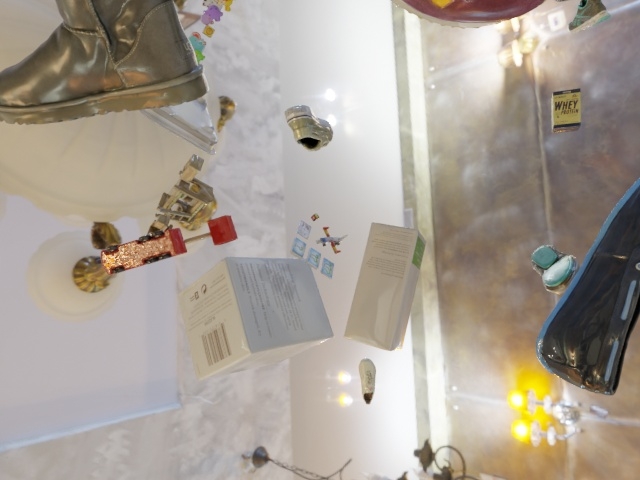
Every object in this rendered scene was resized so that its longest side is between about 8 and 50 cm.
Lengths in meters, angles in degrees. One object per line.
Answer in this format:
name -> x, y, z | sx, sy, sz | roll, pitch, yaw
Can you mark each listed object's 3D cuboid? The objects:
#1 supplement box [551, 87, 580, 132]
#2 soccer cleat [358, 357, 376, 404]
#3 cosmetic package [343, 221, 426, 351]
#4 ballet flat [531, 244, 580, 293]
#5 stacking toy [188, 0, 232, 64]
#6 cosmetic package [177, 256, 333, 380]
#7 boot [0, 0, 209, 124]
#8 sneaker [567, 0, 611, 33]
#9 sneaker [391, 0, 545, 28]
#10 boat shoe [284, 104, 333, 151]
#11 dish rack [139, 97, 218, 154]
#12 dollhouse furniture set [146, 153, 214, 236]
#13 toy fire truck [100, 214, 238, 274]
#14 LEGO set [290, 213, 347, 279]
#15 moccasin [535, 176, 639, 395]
supplement box -> 0.569, -0.299, 1.043 | 0.083, 0.056, 0.083 | -11, -81, -65
soccer cleat -> 0.184, 0.540, 1.726 | 0.076, 0.068, 0.196 | -90, -5, -64
cosmetic package -> 0.206, 0.146, 1.399 | 0.197, 0.155, 0.365 | 27, -105, -67
ballet flat -> 0.446, 0.060, 0.829 | 0.068, 0.072, 0.213 | 43, -161, 1
stacking toy -> -0.293, -0.521, 1.113 | 0.052, 0.167, 0.221 | 27, -82, -31
cosmetic package -> -0.234, 0.271, 1.618 | 0.394, 0.329, 0.327 | 3, -120, -49
boot -> -0.178, -0.193, 0.301 | 0.076, 0.190, 0.208 | -94, -6, -55
sneaker -> 0.721, -0.616, 1.219 | 0.076, 0.065, 0.166 | 63, -173, -10
sneaker -> 0.045, -0.179, 0.244 | 0.084, 0.186, 0.069 | -26, -41, -81
boat shoe -> -0.032, -0.311, 1.330 | 0.302, 0.109, 0.094 | 0, -99, -72
dish rack -> -0.458, -0.435, 1.460 | 0.286, 0.072, 0.332 | 30, -157, -39
dollhouse furniture set -> -0.317, -0.078, 1.076 | 0.101, 0.182, 0.160 | 29, -133, -27
toy fire truck -> -0.254, 0.007, 0.768 | 0.135, 0.192, 0.047 | -23, -83, -76
LEGO set -> 0.000, 0.000, 1.622 | 0.183, 0.060, 0.244 | 35, -141, -17
moccasin -> 0.433, 0.052, 0.608 | 0.138, 0.117, 0.341 | 23, -83, -42
